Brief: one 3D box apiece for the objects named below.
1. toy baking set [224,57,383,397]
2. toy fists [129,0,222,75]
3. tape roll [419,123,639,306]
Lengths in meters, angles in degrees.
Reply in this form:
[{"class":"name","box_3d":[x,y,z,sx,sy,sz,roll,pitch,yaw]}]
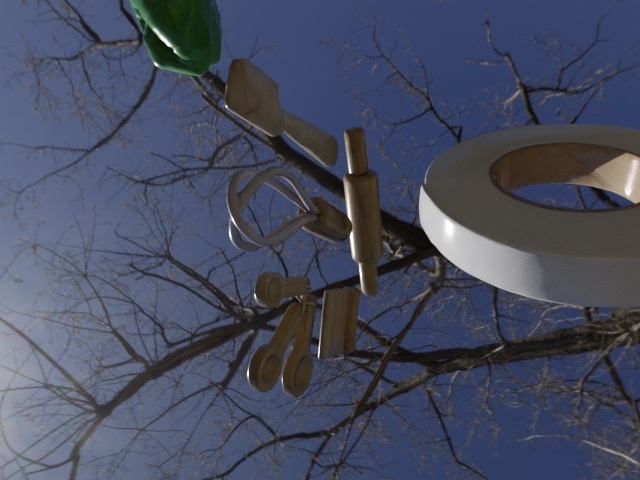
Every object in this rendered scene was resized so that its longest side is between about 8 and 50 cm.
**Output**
[{"class":"toy baking set","box_3d":[0.003,-0.002,0.333,0.030,0.255,0.197,6,-154,25]},{"class":"toy fists","box_3d":[-0.181,-0.305,0.502,0.096,0.142,0.278,-23,-113,-1]},{"class":"tape roll","box_3d":[0.338,-0.062,0.617,0.393,0.071,0.391,-6,-147,4]}]
